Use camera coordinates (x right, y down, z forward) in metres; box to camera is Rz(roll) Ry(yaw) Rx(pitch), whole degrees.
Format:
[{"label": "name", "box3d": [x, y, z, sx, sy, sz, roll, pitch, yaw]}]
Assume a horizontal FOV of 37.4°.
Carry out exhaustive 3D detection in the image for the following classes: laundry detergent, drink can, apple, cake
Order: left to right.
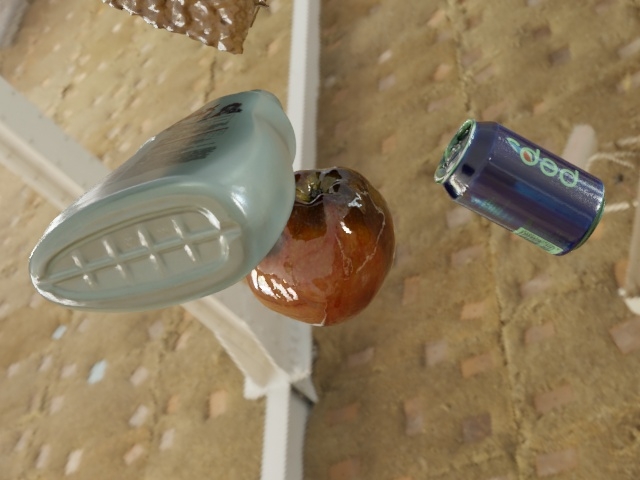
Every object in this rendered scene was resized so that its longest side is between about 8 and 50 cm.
[{"label": "laundry detergent", "box3d": [-0.134, -0.072, 1.049, 0.263, 0.125, 0.398, -17, -158, 20]}, {"label": "cake", "box3d": [-0.177, -0.464, 1.386, 0.290, 0.281, 0.256, -72, -176, -52]}, {"label": "apple", "box3d": [0.000, 0.000, 1.349, 0.230, 0.230, 0.230, -27, -142, 24]}, {"label": "drink can", "box3d": [0.256, -0.070, 1.218, 0.118, 0.204, 0.118, -60, -171, 16]}]
